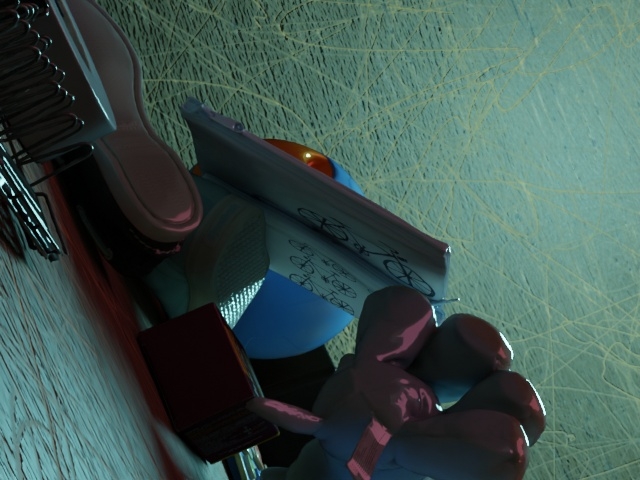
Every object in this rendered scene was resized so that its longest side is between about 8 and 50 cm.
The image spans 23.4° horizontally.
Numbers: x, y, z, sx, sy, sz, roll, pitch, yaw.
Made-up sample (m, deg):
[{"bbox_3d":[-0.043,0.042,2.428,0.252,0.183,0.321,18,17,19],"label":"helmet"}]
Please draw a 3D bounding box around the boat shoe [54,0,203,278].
[{"bbox_3d":[-0.211,-0.105,1.430,0.114,0.091,0.302,2,53,-41],"label":"boat shoe"}]

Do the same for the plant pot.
[{"bbox_3d":[-0.043,0.235,2.164,0.187,0.167,0.188,-120,-175,-67],"label":"plant pot"}]

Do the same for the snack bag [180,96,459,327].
[{"bbox_3d":[0.000,0.000,1.646,0.323,0.037,0.342,31,-16,11],"label":"snack bag"}]

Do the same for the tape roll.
[{"bbox_3d":[-0.244,-0.176,1.268,0.219,0.072,0.219,156,-90,-87],"label":"tape roll"}]

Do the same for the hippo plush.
[{"bbox_3d":[0.073,0.221,1.518,0.234,0.294,0.236,32,-50,15],"label":"hippo plush"}]

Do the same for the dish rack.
[{"bbox_3d":[-0.210,-0.126,0.984,0.208,0.074,0.271,68,-3,-60],"label":"dish rack"}]

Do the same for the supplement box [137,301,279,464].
[{"bbox_3d":[-0.105,0.142,1.494,0.188,0.081,0.104,71,-6,-71],"label":"supplement box"}]

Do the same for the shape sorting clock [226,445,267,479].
[{"bbox_3d":[-0.064,0.310,1.821,0.206,0.040,0.206,156,-90,-88],"label":"shape sorting clock"}]

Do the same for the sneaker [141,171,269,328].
[{"bbox_3d":[-0.148,0.017,1.715,0.150,0.135,0.366,35,-26,10],"label":"sneaker"}]

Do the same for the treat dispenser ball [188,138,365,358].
[{"bbox_3d":[-0.069,0.012,1.998,0.288,0.288,0.288,156,-90,-88],"label":"treat dispenser ball"}]
